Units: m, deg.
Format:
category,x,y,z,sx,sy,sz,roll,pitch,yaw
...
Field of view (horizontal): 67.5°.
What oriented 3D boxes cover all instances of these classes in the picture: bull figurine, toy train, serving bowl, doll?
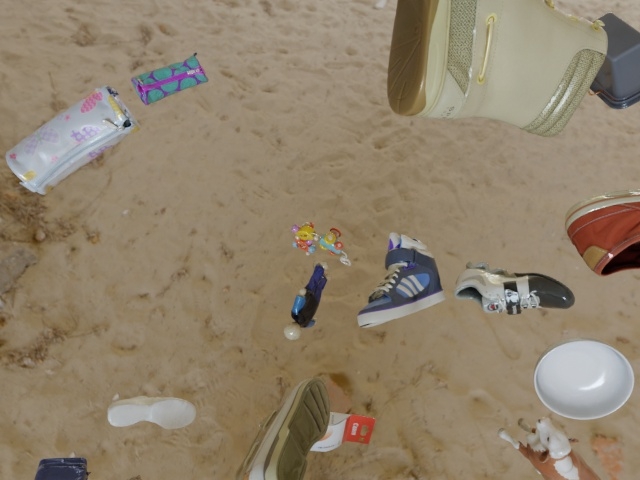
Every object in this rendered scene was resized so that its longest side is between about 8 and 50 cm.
category,x,y,z,sx,sy,sz,roll,pitch,yaw
bull figurine,0.533,0.499,1.100,0.101,0.188,0.310,-44,110,-9
toy train,0.000,0.000,1.103,0.166,0.125,0.046,16,66,33
serving bowl,0.243,0.125,0.450,0.083,0.083,0.027,22,20,5
doll,-0.027,0.138,1.045,0.046,0.129,0.189,7,46,22

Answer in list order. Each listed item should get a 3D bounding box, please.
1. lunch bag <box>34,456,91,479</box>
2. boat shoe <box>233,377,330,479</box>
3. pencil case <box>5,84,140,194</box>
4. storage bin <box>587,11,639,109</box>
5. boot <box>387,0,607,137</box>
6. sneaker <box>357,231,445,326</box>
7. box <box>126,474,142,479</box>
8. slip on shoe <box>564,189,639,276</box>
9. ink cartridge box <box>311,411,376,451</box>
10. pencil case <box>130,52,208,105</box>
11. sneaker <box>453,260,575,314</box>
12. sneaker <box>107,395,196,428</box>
category,x,y,z,sx,sy,sz,roll,pitch,yaw
lunch bag,-0.504,0.463,0.939,0.099,0.067,0.065,9,33,-24
boat shoe,-0.066,0.357,0.897,0.113,0.103,0.302,68,21,-6
pencil case,-0.528,-0.215,1.036,0.273,0.113,0.124,-35,69,-4
storage bin,0.458,-0.286,0.756,0.098,0.091,0.135,-30,44,19
boot,0.181,-0.238,0.457,0.204,0.261,0.095,4,10,-20
sneaker,0.203,0.100,1.367,0.323,0.130,0.236,-12,77,-34
box,-0.438,0.622,1.109,0.036,0.207,0.114,-17,77,-15
slip on shoe,0.485,-0.012,0.583,0.332,0.123,0.101,-7,57,14
ink cartridge box,0.039,0.483,1.193,0.180,0.145,0.045,8,43,3
pencil case,-0.322,-0.344,1.026,0.152,0.064,0.070,-28,22,-16
sneaker,0.539,0.164,1.372,0.331,0.122,0.146,10,47,46
sneaker,-0.428,0.427,1.224,0.212,0.094,0.080,12,86,-24
